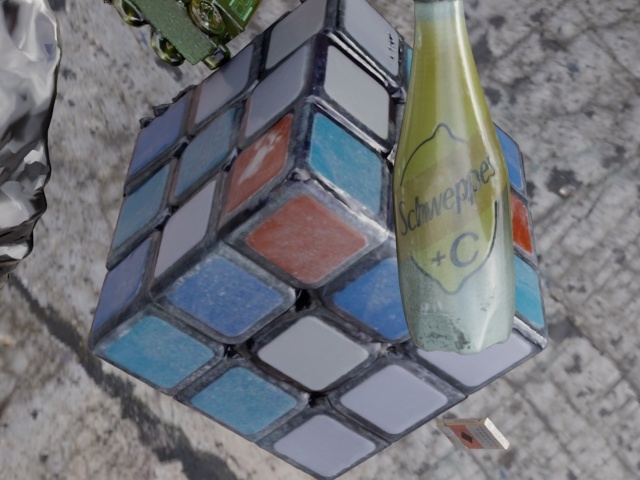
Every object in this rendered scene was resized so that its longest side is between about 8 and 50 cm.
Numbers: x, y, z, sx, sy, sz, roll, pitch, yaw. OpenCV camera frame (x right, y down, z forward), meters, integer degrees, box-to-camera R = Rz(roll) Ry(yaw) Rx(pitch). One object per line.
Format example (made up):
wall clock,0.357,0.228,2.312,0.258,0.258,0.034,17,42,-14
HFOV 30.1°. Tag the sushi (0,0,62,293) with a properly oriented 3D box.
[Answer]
sushi,-0.284,-0.091,0.514,0.294,0.299,0.281,-8,150,-40

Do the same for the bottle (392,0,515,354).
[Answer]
bottle,0.087,-0.057,0.823,0.083,0.083,0.269,-9,102,-10

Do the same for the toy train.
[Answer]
toy train,-0.172,-0.293,1.310,0.090,0.137,0.225,-29,114,34

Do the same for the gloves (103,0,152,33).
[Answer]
gloves,-0.197,-0.388,1.655,0.210,0.312,0.135,-41,121,13

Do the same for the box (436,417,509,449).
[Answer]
box,0.176,0.225,1.385,0.046,0.083,0.012,48,57,-20

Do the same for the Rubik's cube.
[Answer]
Rubik's cube,0.000,0.000,1.303,0.362,0.358,0.363,-35,120,29
